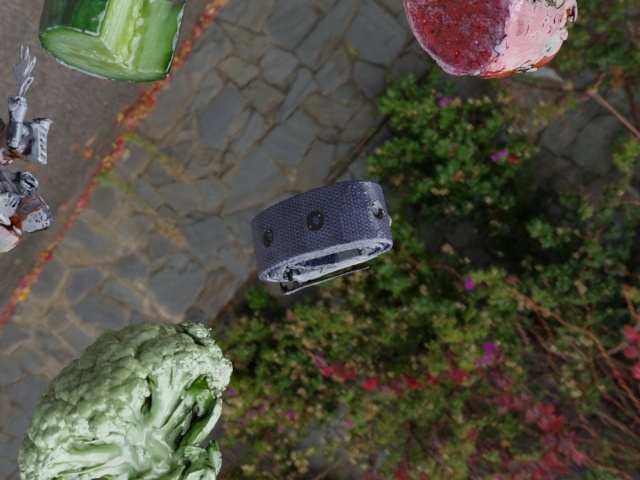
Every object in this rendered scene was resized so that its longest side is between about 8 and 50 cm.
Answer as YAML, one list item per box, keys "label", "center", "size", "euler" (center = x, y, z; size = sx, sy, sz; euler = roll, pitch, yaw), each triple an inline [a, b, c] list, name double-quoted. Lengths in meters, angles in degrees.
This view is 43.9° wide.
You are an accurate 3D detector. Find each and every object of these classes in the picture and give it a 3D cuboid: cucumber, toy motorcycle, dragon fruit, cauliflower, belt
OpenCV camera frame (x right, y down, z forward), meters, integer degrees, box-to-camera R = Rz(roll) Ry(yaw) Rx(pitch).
- label: "cucumber"
  center: [-0.302, -0.310, 1.110]
  size: [0.191, 0.191, 0.130]
  euler: [141, -42, -83]
- label: "toy motorcycle"
  center: [-0.558, -0.142, 1.418]
  size: [0.134, 0.207, 0.400]
  euler: [45, 54, -74]
- label: "dragon fruit"
  center: [0.186, -0.301, 0.937]
  size: [0.147, 0.211, 0.282]
  euler: [-22, 150, -21]
- label: "cauliflower"
  center: [-0.234, 0.242, 1.042]
  size: [0.275, 0.250, 0.272]
  euler: [-39, -176, 33]
- label: "belt"
  center: [0.000, 0.000, 1.183]
  size: [0.231, 0.126, 0.140]
  euler: [-20, 161, 35]
